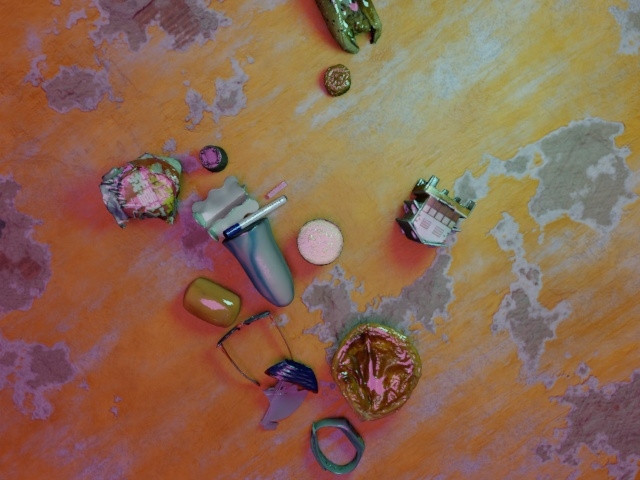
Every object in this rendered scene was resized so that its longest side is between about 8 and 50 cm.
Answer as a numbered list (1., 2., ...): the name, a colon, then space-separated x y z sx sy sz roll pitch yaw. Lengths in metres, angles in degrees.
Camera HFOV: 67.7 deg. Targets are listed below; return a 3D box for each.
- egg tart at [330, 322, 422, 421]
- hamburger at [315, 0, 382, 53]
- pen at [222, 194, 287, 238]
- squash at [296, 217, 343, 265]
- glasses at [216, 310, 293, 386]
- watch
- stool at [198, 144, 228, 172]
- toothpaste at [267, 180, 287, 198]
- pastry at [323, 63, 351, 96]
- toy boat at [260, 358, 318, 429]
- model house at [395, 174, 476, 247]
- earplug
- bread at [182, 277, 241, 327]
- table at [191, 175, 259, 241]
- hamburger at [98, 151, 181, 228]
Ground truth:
1. egg tart: 0.208 0.469 1.771 0.339 0.153 0.351 -39 95 4
2. hamburger: 0.084 -0.788 1.609 0.168 0.192 0.288 -27 96 13
3. pen: -0.230 -0.087 1.706 0.269 0.033 0.033 -34 96 -25
4. squash: 0.000 0.000 1.730 0.170 0.123 0.170 0 97 1
5. glasses: -0.230 0.413 1.786 0.234 0.118 0.268 -33 97 1
6. watch: 0.060 0.793 1.859 0.195 0.068 0.237 -34 99 7
7. stool: -0.384 -0.293 1.701 0.096 0.110 0.096 0 93 -1
8. toothpaste: -0.160 -0.188 1.760 0.083 0.017 0.020 -38 98 5
9. pastry: 0.061 -0.568 1.695 0.097 0.057 0.109 13 95 4
10. toy boat: -0.117 0.601 1.829 0.219 0.072 0.318 1 107 -10
11. model house: 0.387 -0.088 1.673 0.198 0.224 0.215 34 92 -6
12. earplug: -0.198 0.100 1.723 0.185 0.185 0.324 -27 101 3
13. bread: -0.407 0.235 1.775 0.217 0.098 0.147 24 93 -4
14. table: -0.336 -0.119 1.699 0.198 0.166 0.166 -38 95 4
15. hamburger: -0.637 -0.188 1.714 0.276 0.150 0.260 -4 115 -14
